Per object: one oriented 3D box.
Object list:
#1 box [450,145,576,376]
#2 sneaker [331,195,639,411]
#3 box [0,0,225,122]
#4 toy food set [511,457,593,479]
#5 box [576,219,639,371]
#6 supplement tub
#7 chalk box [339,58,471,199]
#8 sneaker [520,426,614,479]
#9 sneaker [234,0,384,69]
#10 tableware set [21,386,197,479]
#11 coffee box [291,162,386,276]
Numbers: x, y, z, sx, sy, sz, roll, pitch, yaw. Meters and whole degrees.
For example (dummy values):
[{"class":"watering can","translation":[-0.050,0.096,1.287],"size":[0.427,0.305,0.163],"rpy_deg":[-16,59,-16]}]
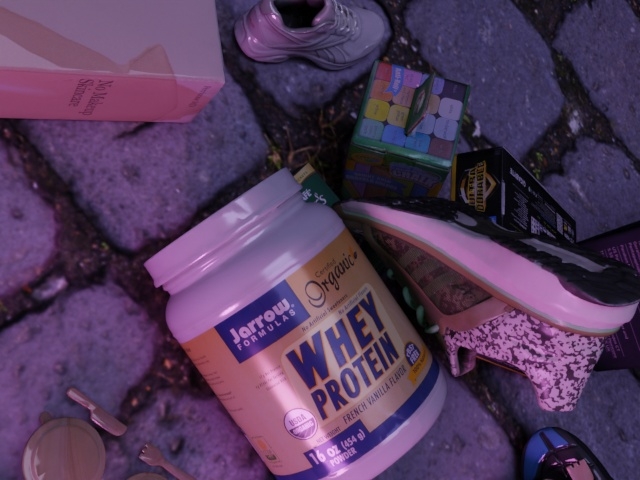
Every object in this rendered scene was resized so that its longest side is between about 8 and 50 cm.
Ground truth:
[{"class":"box","translation":[0.278,0.048,1.008],"size":[0.322,0.079,0.257],"rpy_deg":[25,65,-51]},{"class":"sneaker","translation":[0.142,0.059,0.817],"size":[0.158,0.410,0.182],"rpy_deg":[1,107,-38]},{"class":"box","translation":[-0.279,-0.215,0.817],"size":[0.311,0.148,0.121],"rpy_deg":[-3,80,-28]},{"class":"toy food set","translation":[0.297,0.385,0.997],"size":[0.192,0.038,0.132],"rpy_deg":[-28,93,7]},{"class":"box","translation":[0.614,0.040,1.084],"size":[0.293,0.395,0.212],"rpy_deg":[-15,84,-30]},{"class":"supplement tub","translation":[-0.029,0.100,0.819],"size":[0.228,0.228,0.316],"rpy_deg":[-38,96,-30]},{"class":"chalk box","translation":[0.108,-0.137,0.946],"size":[0.132,0.213,0.132],"rpy_deg":[16,67,3]},{"class":"sneaker","translation":[0.409,0.414,1.058],"size":[0.341,0.125,0.139],"rpy_deg":[59,32,1]},{"class":"sneaker","translation":[0.005,-0.298,1.007],"size":[0.232,0.115,0.090],"rpy_deg":[-11,83,-30]},{"class":"tableware set","translation":[-0.235,0.266,0.777],"size":[0.194,0.039,0.128],"rpy_deg":[43,49,-19]},{"class":"coffee box","translation":[0.000,0.000,0.969],"size":[0.184,0.040,0.113],"rpy_deg":[51,60,-8]}]
